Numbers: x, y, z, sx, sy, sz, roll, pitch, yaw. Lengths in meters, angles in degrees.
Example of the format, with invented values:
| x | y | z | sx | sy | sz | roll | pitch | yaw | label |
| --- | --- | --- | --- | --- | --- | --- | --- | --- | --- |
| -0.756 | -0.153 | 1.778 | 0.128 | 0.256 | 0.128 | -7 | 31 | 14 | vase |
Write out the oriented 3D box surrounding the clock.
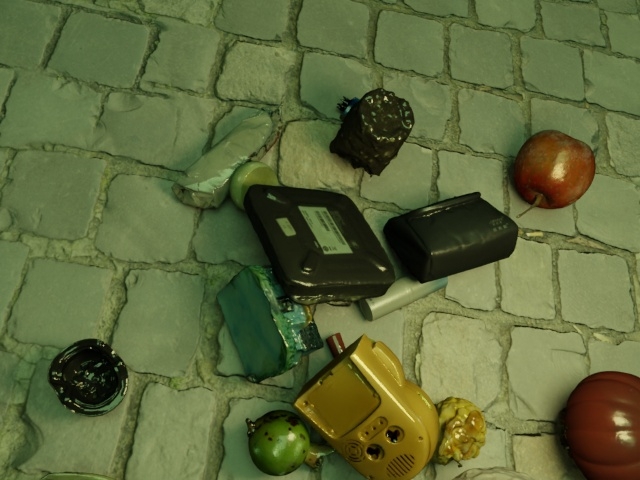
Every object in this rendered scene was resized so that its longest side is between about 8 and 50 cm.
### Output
| x | y | z | sx | sy | sz | roll | pitch | yaw | label |
| --- | --- | --- | --- | --- | --- | --- | --- | --- | --- |
| 0.123 | 0.405 | 1.268 | 0.244 | 0.200 | 0.317 | -43 | 81 | 18 | clock |

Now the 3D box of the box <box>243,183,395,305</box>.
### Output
| x | y | z | sx | sy | sz | roll | pitch | yaw | label |
| --- | --- | --- | --- | --- | --- | --- | --- | --- | --- |
| 0.000 | 0.000 | 1.419 | 0.350 | 0.091 | 0.359 | 1 | 47 | -39 | box |

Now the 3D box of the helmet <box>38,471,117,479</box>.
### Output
| x | y | z | sx | sy | sz | roll | pitch | yaw | label |
| --- | --- | --- | --- | --- | --- | --- | --- | --- | --- |
| -0.495 | 0.594 | 1.152 | 0.258 | 0.137 | 0.204 | 27 | 65 | -6 | helmet |

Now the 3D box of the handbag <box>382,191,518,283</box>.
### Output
| x | y | z | sx | sy | sz | roll | pitch | yaw | label |
| --- | --- | --- | --- | --- | --- | --- | --- | --- | --- |
| 0.348 | -0.044 | 1.520 | 0.302 | 0.177 | 0.275 | -17 | 45 | -16 | handbag |

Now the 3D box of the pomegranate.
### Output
| x | y | z | sx | sy | sz | roll | pitch | yaw | label |
| --- | --- | --- | --- | --- | --- | --- | --- | --- | --- |
| -0.068 | 0.469 | 1.287 | 0.220 | 0.156 | 0.156 | 5 | 66 | -28 | pomegranate |

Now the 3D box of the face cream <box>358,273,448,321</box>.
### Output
| x | y | z | sx | sy | sz | roll | pitch | yaw | label |
| --- | --- | --- | --- | --- | --- | --- | --- | --- | --- |
| 0.229 | 0.141 | 1.514 | 0.250 | 0.077 | 0.077 | -22 | 73 | -19 | face cream |

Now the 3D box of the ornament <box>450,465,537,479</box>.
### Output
| x | y | z | sx | sy | sz | roll | pitch | yaw | label |
| --- | --- | --- | --- | --- | --- | --- | --- | --- | --- |
| 0.394 | 0.660 | 1.197 | 0.337 | 0.337 | 0.336 | 4 | 67 | -9 | ornament |

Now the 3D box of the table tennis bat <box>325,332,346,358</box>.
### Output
| x | y | z | sx | sy | sz | roll | pitch | yaw | label |
| --- | --- | --- | --- | --- | --- | --- | --- | --- | --- |
| 0.090 | 0.388 | 1.411 | 0.201 | 0.038 | 0.310 | -19 | 76 | -17 | table tennis bat |

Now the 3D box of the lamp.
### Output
| x | y | z | sx | sy | sz | roll | pitch | yaw | label |
| --- | --- | --- | --- | --- | --- | --- | --- | --- | --- |
| 0.740 | 0.478 | 1.368 | 0.303 | 0.257 | 0.302 | 14 | 70 | -44 | lamp |

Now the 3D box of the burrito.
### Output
| x | y | z | sx | sy | sz | roll | pitch | yaw | label |
| --- | --- | --- | --- | --- | --- | --- | --- | --- | --- |
| -0.229 | -0.256 | 1.579 | 0.139 | 0.101 | 0.445 | 33 | 65 | 19 | burrito |

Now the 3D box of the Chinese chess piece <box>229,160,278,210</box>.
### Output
| x | y | z | sx | sy | sz | roll | pitch | yaw | label |
| --- | --- | --- | --- | --- | --- | --- | --- | --- | --- |
| -0.184 | -0.148 | 1.524 | 0.144 | 0.144 | 0.058 | -42 | 44 | -23 | Chinese chess piece |

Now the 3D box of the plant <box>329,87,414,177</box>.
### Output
| x | y | z | sx | sy | sz | roll | pitch | yaw | label |
| --- | --- | --- | --- | --- | --- | --- | --- | --- | --- |
| 0.138 | -0.297 | 1.579 | 0.199 | 0.276 | 0.188 | 32 | 69 | -7 | plant |

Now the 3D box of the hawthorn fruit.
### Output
| x | y | z | sx | sy | sz | roll | pitch | yaw | label |
| --- | --- | --- | --- | --- | --- | --- | --- | --- | --- |
| 0.710 | -0.202 | 1.683 | 0.235 | 0.231 | 0.262 | 9 | 106 | -3 | hawthorn fruit |

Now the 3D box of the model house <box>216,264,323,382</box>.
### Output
| x | y | z | sx | sy | sz | roll | pitch | yaw | label |
| --- | --- | --- | --- | --- | --- | --- | --- | --- | --- |
| -0.083 | 0.191 | 1.373 | 0.241 | 0.226 | 0.261 | -9 | 70 | -41 | model house |

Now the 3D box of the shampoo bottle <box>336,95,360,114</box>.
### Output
| x | y | z | sx | sy | sz | roll | pitch | yaw | label |
| --- | --- | --- | --- | --- | --- | --- | --- | --- | --- |
| 0.136 | -0.391 | 1.733 | 0.183 | 0.050 | 0.087 | 32 | 69 | 3 | shampoo bottle |

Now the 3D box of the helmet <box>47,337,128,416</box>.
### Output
| x | y | z | sx | sy | sz | roll | pitch | yaw | label |
| --- | --- | --- | --- | --- | --- | --- | --- | --- | --- |
| -0.537 | 0.317 | 1.282 | 0.153 | 0.107 | 0.176 | -35 | 97 | -25 | helmet |

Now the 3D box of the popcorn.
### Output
| x | y | z | sx | sy | sz | roll | pitch | yaw | label |
| --- | --- | --- | --- | --- | --- | --- | --- | --- | --- |
| 0.327 | 0.471 | 1.352 | 0.180 | 0.179 | 0.170 | -13 | 38 | -16 | popcorn |
